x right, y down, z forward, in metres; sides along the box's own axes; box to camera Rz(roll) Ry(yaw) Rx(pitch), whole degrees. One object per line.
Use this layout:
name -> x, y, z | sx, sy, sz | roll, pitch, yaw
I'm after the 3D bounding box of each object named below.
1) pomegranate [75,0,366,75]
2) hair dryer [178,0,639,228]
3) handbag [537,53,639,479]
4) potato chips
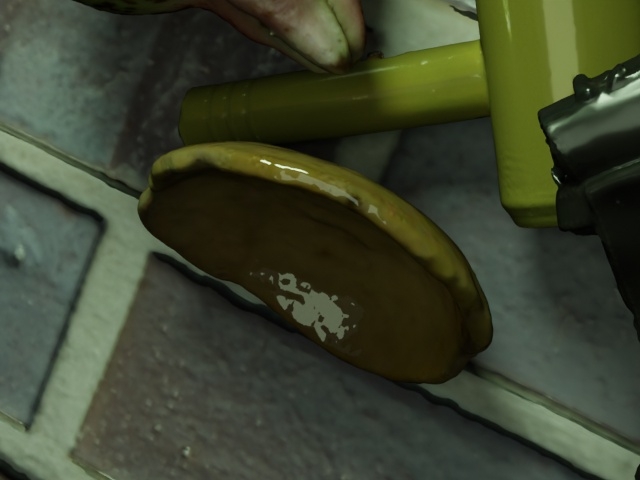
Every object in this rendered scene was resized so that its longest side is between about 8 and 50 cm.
pomegranate -> -0.055, -0.187, 0.703 | 0.214, 0.214, 0.248 | -41, 85, 19
hair dryer -> 0.048, -0.070, 0.751 | 0.278, 0.090, 0.135 | -5, 96, 26
handbag -> 0.250, 0.020, 0.623 | 0.257, 0.113, 0.285 | -18, 109, 11
potato chips -> 0.001, 0.000, 0.746 | 0.208, 0.195, 0.062 | 10, 60, 38
